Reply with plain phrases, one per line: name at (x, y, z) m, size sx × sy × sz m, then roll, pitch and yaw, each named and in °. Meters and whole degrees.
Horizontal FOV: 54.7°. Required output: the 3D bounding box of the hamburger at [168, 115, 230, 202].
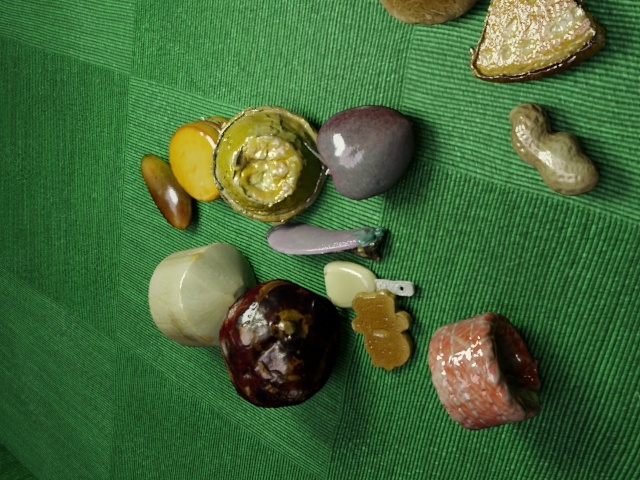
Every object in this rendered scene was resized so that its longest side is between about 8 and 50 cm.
hamburger at (-0.295, -0.230, 1.733) m, size 0.246 × 0.170 × 0.246 m, roll 20°, pitch 124°, yaw 32°

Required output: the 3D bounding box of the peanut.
peanut at (0.455, -0.179, 1.227) m, size 0.228 × 0.085 × 0.104 m, roll 50°, pitch 116°, yaw 19°

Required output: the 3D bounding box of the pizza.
pizza at (0.387, -0.433, 1.225) m, size 0.251 × 0.074 × 0.287 m, roll -34°, pitch 78°, yaw 37°

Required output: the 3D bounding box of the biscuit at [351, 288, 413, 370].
biscuit at (0.161, 0.225, 1.554) m, size 0.166 × 0.036 × 0.225 m, roll -13°, pitch 107°, yaw 31°

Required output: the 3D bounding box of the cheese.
cheese at (0.124, 0.114, 1.567) m, size 0.251 × 0.054 × 0.127 m, roll 0°, pitch 105°, yaw 37°

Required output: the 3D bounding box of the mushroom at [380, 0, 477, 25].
mushroom at (0.225, -0.584, 1.270) m, size 0.278 × 0.146 × 0.278 m, roll 10°, pitch 110°, yaw 29°

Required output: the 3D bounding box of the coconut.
coconut at (-0.325, 0.156, 1.773) m, size 0.323 × 0.323 × 0.323 m, roll 10°, pitch 106°, yaw 36°

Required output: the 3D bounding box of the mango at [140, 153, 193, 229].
mango at (-0.468, -0.157, 1.917) m, size 0.267 × 0.111 × 0.133 m, roll 58°, pitch 143°, yaw 10°

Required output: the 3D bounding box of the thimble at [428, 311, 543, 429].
thimble at (0.354, 0.279, 1.317) m, size 0.162 × 0.239 × 0.239 m, roll -29°, pitch 82°, yaw 34°

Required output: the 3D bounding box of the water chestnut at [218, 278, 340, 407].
water chestnut at (-0.120, 0.272, 1.645) m, size 0.347 × 0.335 × 0.335 m, roll -17°, pitch 90°, yaw 56°

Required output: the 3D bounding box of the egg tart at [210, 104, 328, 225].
egg tart at (-0.130, -0.183, 1.564) m, size 0.315 × 0.120 × 0.315 m, roll 0°, pitch 107°, yaw 0°

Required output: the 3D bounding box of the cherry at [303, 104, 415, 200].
cherry at (0.098, -0.204, 1.429) m, size 0.266 × 0.183 × 0.213 m, roll -22°, pitch 101°, yaw 26°

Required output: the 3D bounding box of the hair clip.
hair clip at (-0.001, 0.001, 1.601) m, size 0.359 × 0.095 × 0.110 m, roll 7°, pitch 74°, yaw 28°
